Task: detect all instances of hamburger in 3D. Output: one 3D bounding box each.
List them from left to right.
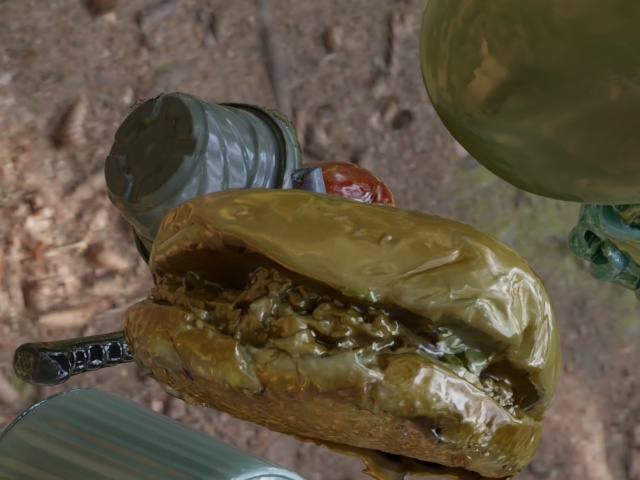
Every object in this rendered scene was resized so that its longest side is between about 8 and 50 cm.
[{"bbox_3d":[0.017,0.071,0.989,0.318,0.318,0.158,34,67,-41],"label":"hamburger"}]

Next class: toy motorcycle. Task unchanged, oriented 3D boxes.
[{"bbox_3d":[0.376,0.019,1.607,0.296,0.198,0.109,43,59,-29],"label":"toy motorcycle"}]

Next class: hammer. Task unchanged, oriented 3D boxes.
[{"bbox_3d":[-0.128,0.079,1.145,0.287,0.111,0.033,-8,113,-57],"label":"hammer"}]

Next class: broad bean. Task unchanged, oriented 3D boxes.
[{"bbox_3d":[0.139,-0.096,0.654,0.169,0.228,0.100,31,43,-2],"label":"broad bean"}]

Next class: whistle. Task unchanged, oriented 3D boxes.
[{"bbox_3d":[0.000,0.000,1.431,0.033,0.033,0.177,24,44,-45],"label":"whistle"}]

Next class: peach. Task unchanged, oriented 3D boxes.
[{"bbox_3d":[-0.010,0.000,1.721,0.189,0.226,0.196,14,78,-24],"label":"peach"}]

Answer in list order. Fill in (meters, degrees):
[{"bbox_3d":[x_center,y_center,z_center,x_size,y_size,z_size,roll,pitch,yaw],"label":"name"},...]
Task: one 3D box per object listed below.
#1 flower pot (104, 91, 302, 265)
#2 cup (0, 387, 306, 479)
[{"bbox_3d":[-0.148,-0.075,1.611,0.140,0.235,0.236,38,54,-46],"label":"flower pot"},{"bbox_3d":[-0.199,0.404,1.789,0.310,0.392,0.401,-32,117,-37],"label":"cup"}]
